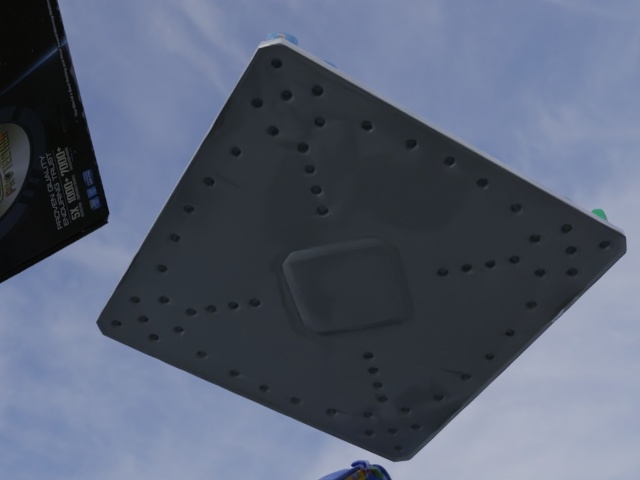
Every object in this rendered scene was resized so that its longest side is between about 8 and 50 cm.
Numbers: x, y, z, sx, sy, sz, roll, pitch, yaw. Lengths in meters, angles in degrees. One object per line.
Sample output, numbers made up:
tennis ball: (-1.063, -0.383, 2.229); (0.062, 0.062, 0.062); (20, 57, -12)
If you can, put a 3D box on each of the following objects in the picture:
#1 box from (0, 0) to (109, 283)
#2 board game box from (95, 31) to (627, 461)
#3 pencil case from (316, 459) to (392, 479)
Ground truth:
box: (-0.225, -0.068, 0.567); (0.147, 0.077, 0.180); (-36, -54, -48)
board game box: (0.027, 0.034, 0.917); (0.389, 0.050, 0.390); (26, -55, -15)
pencil case: (0.095, 0.391, 1.040); (0.133, 0.306, 0.119); (-38, -13, 0)
